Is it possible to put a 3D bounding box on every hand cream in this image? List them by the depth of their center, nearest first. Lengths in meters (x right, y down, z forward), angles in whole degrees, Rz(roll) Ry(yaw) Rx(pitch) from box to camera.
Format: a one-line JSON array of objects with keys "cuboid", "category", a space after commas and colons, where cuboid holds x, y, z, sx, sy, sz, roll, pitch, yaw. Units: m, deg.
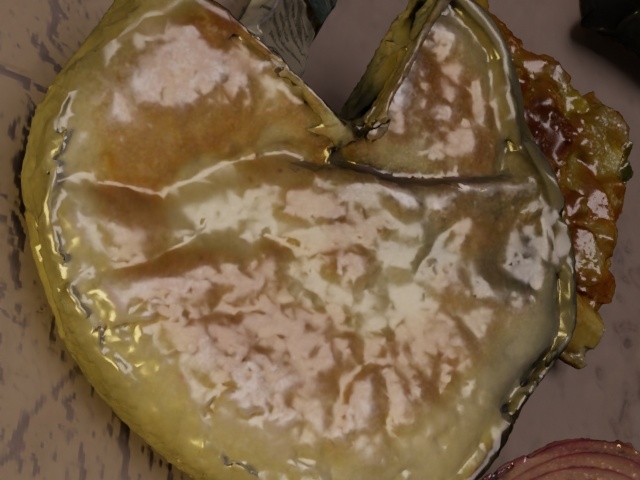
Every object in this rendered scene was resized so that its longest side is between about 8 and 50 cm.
[{"cuboid": [-0.022, -0.161, 0.812, 0.075, 0.052, 0.248, 53, 40, -39], "category": "hand cream"}]

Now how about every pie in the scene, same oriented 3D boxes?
[{"cuboid": [0.000, 0.000, 0.698, 0.337, 0.075, 0.338, 2, 85, -22], "category": "pie"}]

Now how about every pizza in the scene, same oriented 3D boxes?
[{"cuboid": [0.163, -0.056, 0.897, 0.197, 0.058, 0.292, -7, 77, -40], "category": "pizza"}]

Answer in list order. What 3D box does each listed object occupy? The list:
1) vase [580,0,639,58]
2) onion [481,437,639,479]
[{"cuboid": [0.325, -0.136, 1.028, 0.237, 0.115, 0.115, 42, 53, -25], "category": "vase"}, {"cuboid": [0.138, 0.229, 0.699, 0.200, 0.200, 0.207, 45, 25, -15], "category": "onion"}]
